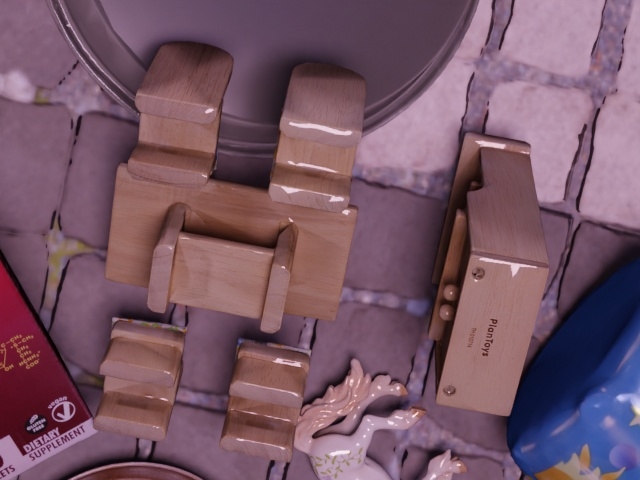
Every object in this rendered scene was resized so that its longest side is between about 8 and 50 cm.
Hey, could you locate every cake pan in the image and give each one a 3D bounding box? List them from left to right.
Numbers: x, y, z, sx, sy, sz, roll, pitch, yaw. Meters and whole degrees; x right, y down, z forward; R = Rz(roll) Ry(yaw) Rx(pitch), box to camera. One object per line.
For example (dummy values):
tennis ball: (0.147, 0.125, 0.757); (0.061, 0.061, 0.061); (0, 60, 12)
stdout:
cake pan: (-0.026, -0.195, 0.864); (0.293, 0.054, 0.293); (-2, 97, -14)

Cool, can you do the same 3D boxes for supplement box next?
supplement box: (-0.232, 0.037, 0.782); (0.130, 0.073, 0.239); (-29, 125, -9)

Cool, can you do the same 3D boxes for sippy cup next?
sippy cup: (0.247, 0.132, 0.891); (0.224, 0.240, 0.305); (37, 42, -4)

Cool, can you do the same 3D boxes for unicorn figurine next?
unicorn figurine: (0.039, 0.165, 0.922); (0.111, 0.060, 0.162); (-38, 87, -7)

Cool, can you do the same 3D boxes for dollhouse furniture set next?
dollhouse furniture set: (0.000, 0.000, 0.843); (0.242, 0.161, 0.212); (10, 117, -1)

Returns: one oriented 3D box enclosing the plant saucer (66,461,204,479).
plant saucer: (-0.121, 0.219, 0.896); (0.168, 0.029, 0.168); (-2, 97, -15)
